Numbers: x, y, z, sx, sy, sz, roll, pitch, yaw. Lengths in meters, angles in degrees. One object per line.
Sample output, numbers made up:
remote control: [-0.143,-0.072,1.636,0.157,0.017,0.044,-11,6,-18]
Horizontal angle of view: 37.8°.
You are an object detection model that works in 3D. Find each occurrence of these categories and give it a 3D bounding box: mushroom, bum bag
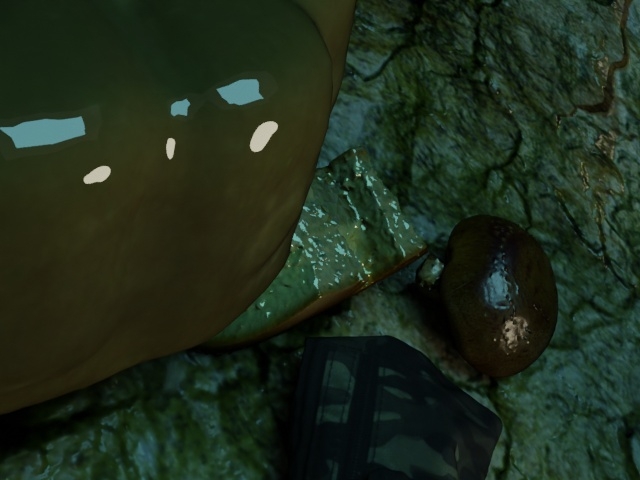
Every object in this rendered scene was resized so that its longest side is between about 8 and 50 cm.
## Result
mushroom: [0.132,0.043,0.715,0.127,0.087,0.127,20,63,-45]
bum bag: [0.029,0.193,0.514,0.144,0.095,0.340,18,47,-3]

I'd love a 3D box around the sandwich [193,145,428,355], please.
sandwich: [0.000,0.000,0.639,0.244,0.088,0.090,-21,75,-43]

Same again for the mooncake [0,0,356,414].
mooncake: [-0.166,-0.111,0.478,0.378,0.201,0.378,8,53,-11]
